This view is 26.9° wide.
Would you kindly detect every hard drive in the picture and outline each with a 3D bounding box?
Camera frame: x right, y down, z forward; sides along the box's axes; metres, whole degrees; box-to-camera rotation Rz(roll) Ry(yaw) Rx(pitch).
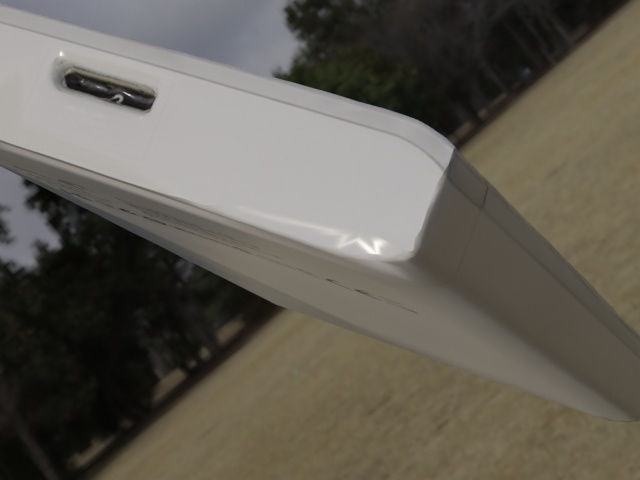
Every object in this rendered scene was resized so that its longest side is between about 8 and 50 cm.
[{"bbox_3d":[0.000,0.000,0.561,0.353,0.233,0.047,33,-104,-63],"label":"hard drive"}]
